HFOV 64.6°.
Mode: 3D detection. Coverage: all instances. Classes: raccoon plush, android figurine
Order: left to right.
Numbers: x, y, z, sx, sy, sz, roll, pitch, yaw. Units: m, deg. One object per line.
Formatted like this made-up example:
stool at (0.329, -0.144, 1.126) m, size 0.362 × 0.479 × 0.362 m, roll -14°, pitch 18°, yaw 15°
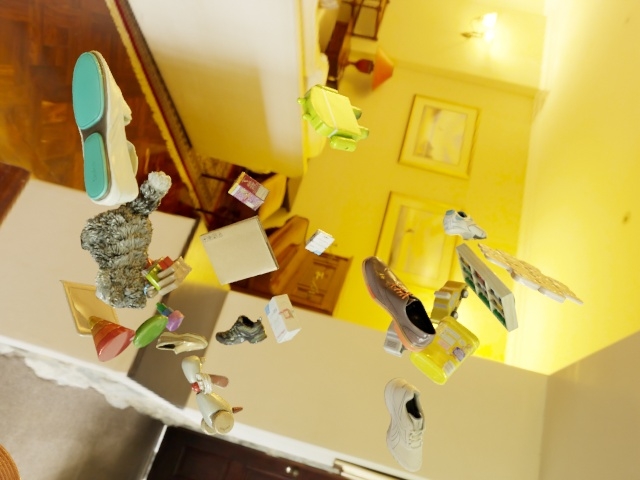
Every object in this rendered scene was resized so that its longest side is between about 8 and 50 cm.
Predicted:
raccoon plush at (-0.617, 0.020, 1.659) m, size 0.216 × 0.299 × 0.446 m, roll 2°, pitch 135°, yaw -48°
android figurine at (0.040, -0.405, 1.650) m, size 0.056 × 0.273 × 0.248 m, roll -36°, pitch -116°, yaw 41°

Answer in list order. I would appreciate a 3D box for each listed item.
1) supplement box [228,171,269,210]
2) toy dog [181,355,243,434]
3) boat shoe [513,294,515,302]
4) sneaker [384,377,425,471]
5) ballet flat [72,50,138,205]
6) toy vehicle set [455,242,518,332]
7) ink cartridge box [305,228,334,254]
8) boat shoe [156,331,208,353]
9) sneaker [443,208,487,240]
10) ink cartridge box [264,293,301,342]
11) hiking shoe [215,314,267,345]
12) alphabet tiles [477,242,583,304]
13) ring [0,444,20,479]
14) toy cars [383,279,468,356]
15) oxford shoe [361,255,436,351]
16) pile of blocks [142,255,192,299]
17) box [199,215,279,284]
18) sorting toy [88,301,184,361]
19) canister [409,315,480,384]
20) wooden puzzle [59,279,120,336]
supplement box at (-0.178, -0.122, 1.260) m, size 0.055 × 0.083 × 0.043 m, roll -35°, pitch -154°, yaw 50°
toy dog at (-0.409, 0.599, 1.984) m, size 0.161 × 0.220 × 0.333 m, roll -23°, pitch 112°, yaw -39°
boat shoe at (0.670, 0.245, 1.805) m, size 0.042 × 0.049 × 0.133 m, roll -1°, pitch 96°, yaw -76°
sneaker at (0.277, 0.593, 1.605) m, size 0.129 × 0.111 × 0.297 m, roll -5°, pitch -84°, yaw 66°
ballet flat at (-0.541, -0.277, 1.295) m, size 0.139 × 0.139 × 0.400 m, roll 68°, pitch 11°, yaw -80°
toy vehicle set at (0.514, 0.142, 1.574) m, size 0.166 × 0.035 × 0.267 m, roll 64°, pitch -1°, yaw -37°
ink cartridge box at (0.000, 0.000, 1.412) m, size 0.083 × 0.048 × 0.028 m, roll -45°, pitch -154°, yaw 43°
boat shoe at (-0.487, 0.368, 1.774) m, size 0.072 × 0.190 × 0.068 m, roll -66°, pitch 146°, yaw -47°
sneaker at (0.472, -0.047, 1.632) m, size 0.237 × 0.085 × 0.086 m, roll 13°, pitch 77°, yaw -49°
ink cartridge box at (-0.118, 0.242, 1.564) m, size 0.088 × 0.052 × 0.122 m, roll -53°, pitch -126°, yaw 48°
hiking shoe at (-0.318, 0.350, 2.013) m, size 0.086 × 0.227 × 0.114 m, roll -23°, pitch 105°, yaw -70°
alphabet tiles at (0.563, 0.091, 1.383) m, size 0.021 × 0.278 × 0.284 m, roll -64°, pitch 178°, yaw 16°
ring at (-0.927, 0.662, 1.284) m, size 0.032 × 0.337 × 0.336 m, roll 80°, pitch 25°, yaw -80°
toy cars at (0.377, 0.273, 1.874) m, size 0.394 × 0.087 × 0.176 m, roll -36°, pitch -146°, yaw 15°
oxford shoe at (0.200, 0.139, 1.262) m, size 0.097 × 0.271 × 0.098 m, roll -23°, pitch 159°, yaw -29°
pile of blocks at (-0.594, 0.120, 1.785) m, size 0.362 × 0.112 × 0.149 m, roll -12°, pitch -150°, yaw 52°
box at (-0.237, 0.033, 1.472) m, size 0.164 × 0.201 × 0.021 m, roll 68°, pitch 23°, yaw -12°
sorting toy at (-0.573, 0.251, 1.558) m, size 0.127 × 0.126 × 0.365 m, roll -53°, pitch 167°, yaw 16°
canister at (0.343, 0.303, 1.402) m, size 0.170 × 0.126 × 0.073 m, roll -33°, pitch 150°, yaw -35°
wooden puzzle at (-0.824, 0.254, 1.826) m, size 0.044 × 0.238 × 0.221 m, roll -36°, pitch 158°, yaw 9°
